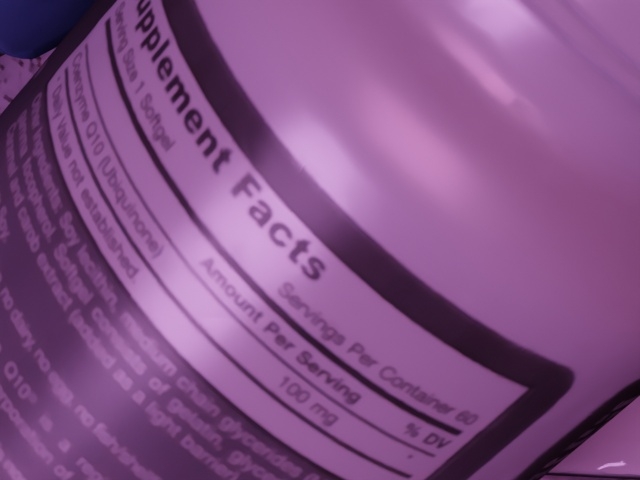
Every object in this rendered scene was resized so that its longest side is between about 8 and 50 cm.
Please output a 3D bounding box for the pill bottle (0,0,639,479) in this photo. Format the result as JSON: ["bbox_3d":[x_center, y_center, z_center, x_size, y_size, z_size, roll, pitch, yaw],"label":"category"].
[{"bbox_3d":[0.000,0.000,0.620,0.210,0.210,0.363,45,116,0],"label":"pill bottle"}]

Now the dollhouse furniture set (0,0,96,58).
[{"bbox_3d":[-0.217,-0.161,0.652,0.198,0.303,0.286,-30,88,-10],"label":"dollhouse furniture set"}]

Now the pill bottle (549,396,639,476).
[{"bbox_3d":[0.137,-0.048,0.754,0.160,0.160,0.283,4,82,-7],"label":"pill bottle"}]
